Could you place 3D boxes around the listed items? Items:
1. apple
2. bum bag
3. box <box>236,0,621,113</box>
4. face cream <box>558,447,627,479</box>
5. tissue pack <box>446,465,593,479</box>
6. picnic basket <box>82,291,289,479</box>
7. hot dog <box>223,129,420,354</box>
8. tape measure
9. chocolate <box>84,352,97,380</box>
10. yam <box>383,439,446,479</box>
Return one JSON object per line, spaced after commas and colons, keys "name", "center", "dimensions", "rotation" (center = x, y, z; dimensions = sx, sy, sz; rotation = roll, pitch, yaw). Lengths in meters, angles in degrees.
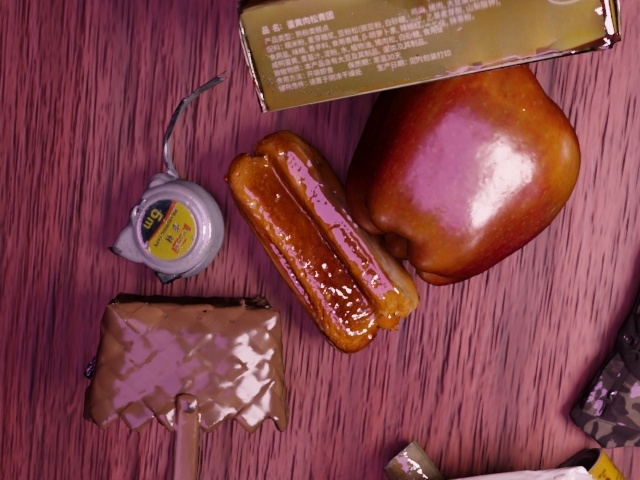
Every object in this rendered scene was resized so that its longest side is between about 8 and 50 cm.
{"name": "apple", "center": [0.191, -0.105, 1.251], "dimensions": [0.288, 0.288, 0.317], "rotation": [37, 89, 4]}
{"name": "bum bag", "center": [0.485, 0.151, 1.330], "dimensions": [0.144, 0.095, 0.340], "rotation": [27, 98, 20]}
{"name": "box", "center": [0.142, -0.308, 1.166], "dimensions": [0.420, 0.373, 0.138], "rotation": [-9, 113, 17]}
{"name": "face cream", "center": [0.475, 0.469, 1.355], "dimensions": [0.105, 0.105, 0.348], "rotation": [-39, 89, 10]}
{"name": "tissue pack", "center": [0.265, 0.504, 1.286], "dimensions": [0.266, 0.194, 0.356], "rotation": [-8, 118, 5]}
{"name": "picnic basket", "center": [-0.193, 0.232, 1.349], "dimensions": [0.291, 0.254, 0.321], "rotation": [2, 93, -8]}
{"name": "hot dog", "center": [0.000, 0.000, 1.377], "dimensions": [0.158, 0.117, 0.349], "rotation": [-36, 88, 5]}
{"name": "tape measure", "center": [-0.183, -0.091, 1.408], "dimensions": [0.164, 0.084, 0.330], "rotation": [32, 101, 2]}
{"name": "chocolate", "center": [-0.312, 0.160, 1.474], "dimensions": [0.072, 0.070, 0.147], "rotation": [32, 89, 15]}
{"name": "yam", "center": [0.163, 0.390, 1.410], "dimensions": [0.078, 0.078, 0.179], "rotation": [-35, 90, 10]}
